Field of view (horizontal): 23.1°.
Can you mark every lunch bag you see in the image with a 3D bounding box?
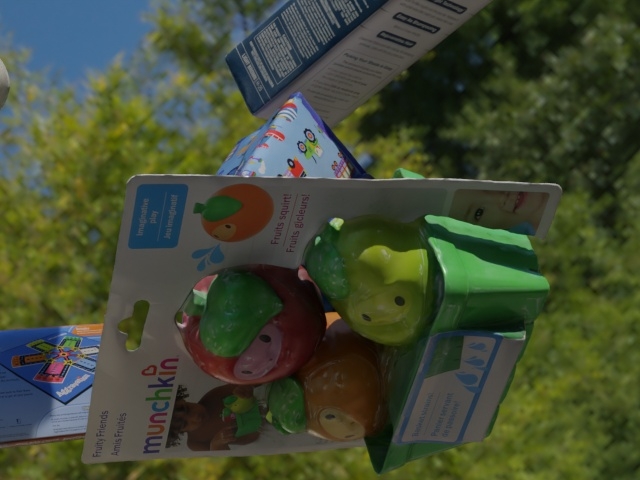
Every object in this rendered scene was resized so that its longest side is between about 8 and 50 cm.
[{"bbox_3d":[0.000,0.000,1.956,0.138,0.293,0.221,-38,15,36],"label":"lunch bag"}]

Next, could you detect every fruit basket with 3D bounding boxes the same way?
[{"bbox_3d":[-0.003,0.080,1.286,0.353,0.165,0.327,-3,-47,-23],"label":"fruit basket"}]

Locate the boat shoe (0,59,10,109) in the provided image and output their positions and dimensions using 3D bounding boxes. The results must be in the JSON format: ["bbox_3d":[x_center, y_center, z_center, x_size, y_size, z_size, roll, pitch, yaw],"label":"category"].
[{"bbox_3d":[-0.416,-0.215,1.636,0.103,0.302,0.113,2,-60,-58],"label":"boat shoe"}]

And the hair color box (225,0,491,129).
[{"bbox_3d":[0.061,-0.288,2.041,0.347,0.105,0.174,-37,-24,26],"label":"hair color box"}]

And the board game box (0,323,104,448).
[{"bbox_3d":[-0.365,0.179,1.916,0.281,0.145,0.027,-1,-22,-38],"label":"board game box"}]
